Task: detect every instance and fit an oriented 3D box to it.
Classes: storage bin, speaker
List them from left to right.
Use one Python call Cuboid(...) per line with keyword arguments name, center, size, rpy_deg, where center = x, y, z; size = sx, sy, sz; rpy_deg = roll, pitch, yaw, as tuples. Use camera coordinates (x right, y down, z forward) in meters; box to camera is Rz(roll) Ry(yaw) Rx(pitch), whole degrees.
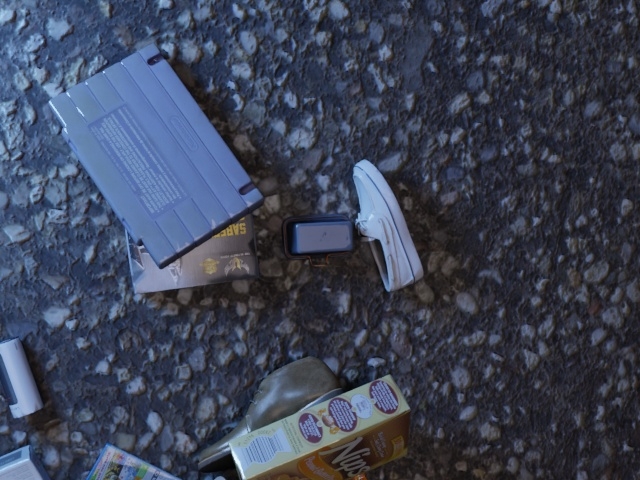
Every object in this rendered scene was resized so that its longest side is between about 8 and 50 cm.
Cuboid(name="speaker", center=(-0.538, 0.243, 1.359), size=(0.055, 0.055, 0.136), rpy_deg=(-18, 95, -10))
Cuboid(name="storage bin", center=(0.000, 0.000, 1.441), size=(0.135, 0.091, 0.098), rpy_deg=(-3, 92, -10))

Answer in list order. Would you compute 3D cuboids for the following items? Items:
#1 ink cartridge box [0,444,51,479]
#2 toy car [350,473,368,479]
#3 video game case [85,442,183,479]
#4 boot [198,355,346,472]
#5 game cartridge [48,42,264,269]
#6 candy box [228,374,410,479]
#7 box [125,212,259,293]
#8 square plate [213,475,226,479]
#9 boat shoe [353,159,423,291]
Cuboid(name="ink cartridge box", center=(-0.560, 0.504, 1.372), size=(0.189, 0.066, 0.232), rpy_deg=(-23, 116, -10))
Cuboid(name="toy car", center=(0.037, 0.464, 1.480), size=(0.122, 0.040, 0.060), rpy_deg=(-5, 92, -11))
Cuboid(name="video game case", center=(-0.350, 0.465, 1.418), size=(0.166, 0.015, 0.119), rpy_deg=(30, 86, -10))
Cuboid(name="boot", center=(-0.103, 0.329, 1.439), size=(0.305, 0.112, 0.115), rpy_deg=(-30, 66, -5))
Cuboid(name="game cartridge", center=(-0.292, -0.150, 1.358), size=(0.230, 0.068, 0.355), rpy_deg=(-34, 84, -11))
Cuboid(name="candy box", center=(0.004, 0.377, 1.391), size=(0.316, 0.183, 0.087), rpy_deg=(-19, 52, -13))
Cuboid(name="box", center=(-0.238, -0.007, 1.412), size=(0.231, 0.056, 0.183), rpy_deg=(-7, 92, -11))
Cuboid(name="square plate", center=(-0.182, 0.634, 1.259), size=(0.347, 0.049, 0.344), rpy_deg=(54, 46, -2))
Cuboid(name="boat shoe", center=(0.111, -0.025, 1.460), size=(0.084, 0.095, 0.258), rpy_deg=(-26, 95, -14))
